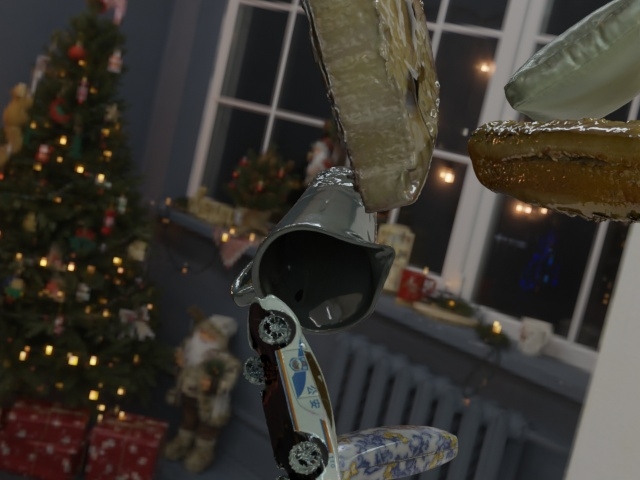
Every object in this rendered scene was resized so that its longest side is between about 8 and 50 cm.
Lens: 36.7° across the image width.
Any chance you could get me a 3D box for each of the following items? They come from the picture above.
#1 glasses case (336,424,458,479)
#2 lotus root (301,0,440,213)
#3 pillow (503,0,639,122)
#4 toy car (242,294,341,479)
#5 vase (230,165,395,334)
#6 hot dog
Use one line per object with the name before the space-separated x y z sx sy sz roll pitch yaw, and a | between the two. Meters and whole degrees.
glasses case | 0.085 0.284 1.296 0.087 0.065 0.248 0 -1 44
lotus root | 0.049 -0.165 0.829 0.074 0.260 0.170 -14 6 22
pillow | 0.433 -0.270 1.547 0.119 0.255 0.322 61 17 13
toy car | -0.024 0.141 0.836 0.056 0.204 0.095 -5 -32 -17
vase | 0.000 0.000 1.307 0.251 0.156 0.301 -23 19 19
hot dog | 0.218 -0.065 0.825 0.068 0.083 0.289 -9 12 -18
